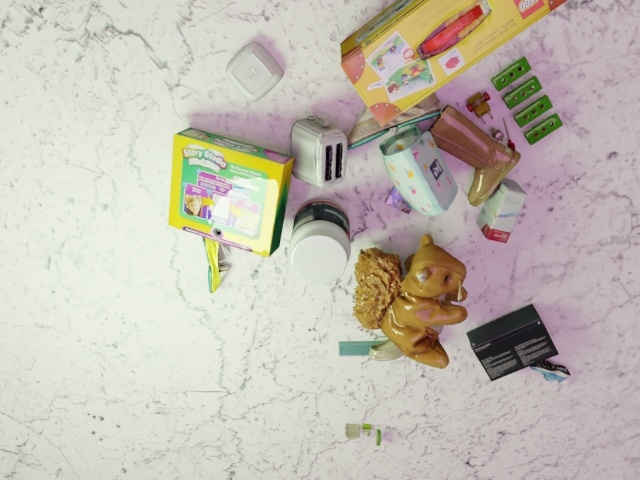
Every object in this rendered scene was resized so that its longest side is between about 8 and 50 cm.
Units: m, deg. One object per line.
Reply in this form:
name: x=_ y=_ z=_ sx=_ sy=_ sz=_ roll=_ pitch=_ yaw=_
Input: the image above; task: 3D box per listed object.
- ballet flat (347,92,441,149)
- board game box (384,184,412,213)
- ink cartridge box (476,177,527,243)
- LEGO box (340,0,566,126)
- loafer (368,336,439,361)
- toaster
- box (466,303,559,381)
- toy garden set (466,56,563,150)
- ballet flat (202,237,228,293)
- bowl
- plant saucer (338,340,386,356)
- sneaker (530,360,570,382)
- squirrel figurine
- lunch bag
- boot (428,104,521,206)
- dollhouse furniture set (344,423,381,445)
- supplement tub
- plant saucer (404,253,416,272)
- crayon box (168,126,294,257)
ballet flat: x=0.201 y=-0.373 z=1.598 sx=0.316 sy=0.107 sz=0.106 roll=-21 pitch=94 yaw=6
board game box: x=0.271 y=-0.142 z=1.740 sx=0.090 sy=0.020 sz=0.090 roll=23 pitch=114 yaw=-8
ink cartridge box: x=0.574 y=-0.099 z=1.691 sx=0.072 sy=0.127 sz=0.175 roll=13 pitch=116 yaw=-6
LEGO box: x=0.301 y=-0.548 z=1.345 sx=0.500 sy=0.372 sz=0.193 roll=-33 pitch=111 yaw=17
loafer: x=0.298 y=0.366 z=1.949 sx=0.269 sy=0.102 sz=0.092 roll=-16 pitch=98 yaw=-5
toaster: x=-0.006 y=-0.254 z=1.605 sx=0.129 sy=0.146 sz=0.227 roll=-16 pitch=122 yaw=-35
box: x=0.695 y=0.373 z=1.934 sx=0.261 sy=0.103 sz=0.184 roll=-27 pitch=115 yaw=15
toy garden set: x=0.573 y=-0.389 z=1.596 sx=0.204 sy=0.049 sz=0.244 roll=-34 pitch=111 yaw=15
ballet flat: x=-0.360 y=0.081 z=1.845 sx=0.077 sy=0.077 sz=0.231 roll=-7 pitch=115 yaw=-13
bowl: x=-0.199 y=-0.492 z=1.566 sx=0.142 sy=0.053 sz=0.142 roll=-37 pitch=109 yaw=19
plant saucer: x=0.164 y=0.413 z=2.018 sx=0.192 sy=0.018 sz=0.067 roll=-2 pitch=117 yaw=2
sneaker: x=0.863 y=0.503 z=2.015 sx=0.162 sy=0.063 sz=0.073 roll=20 pitch=118 yaw=-8
squirrel figurine: x=0.284 y=0.162 z=1.719 sx=0.397 sy=0.281 sz=0.370 roll=15 pitch=138 yaw=13
lunch bag: x=0.288 y=-0.203 z=1.566 sx=0.160 sy=0.262 sz=0.223 roll=-29 pitch=106 yaw=8
boot: x=0.440 y=-0.258 z=1.646 sx=0.269 sy=0.089 sz=0.236 roll=30 pitch=125 yaw=-4
dollhouse furniture set: x=0.170 y=0.797 z=2.173 sx=0.152 sy=0.076 sz=0.058 roll=4 pitch=115 yaw=-1
supplement tub: x=0.000 y=0.000 z=1.678 sx=0.191 sy=0.272 sz=0.191 roll=1 pitch=116 yaw=1
plant saucer: x=0.336 y=0.084 z=1.852 sx=0.084 sy=0.013 sz=0.083 roll=1 pitch=116 yaw=2
crayon box: x=-0.285 y=-0.151 z=1.659 sx=0.363 sy=0.106 sz=0.313 roll=17 pitch=116 yaw=11
